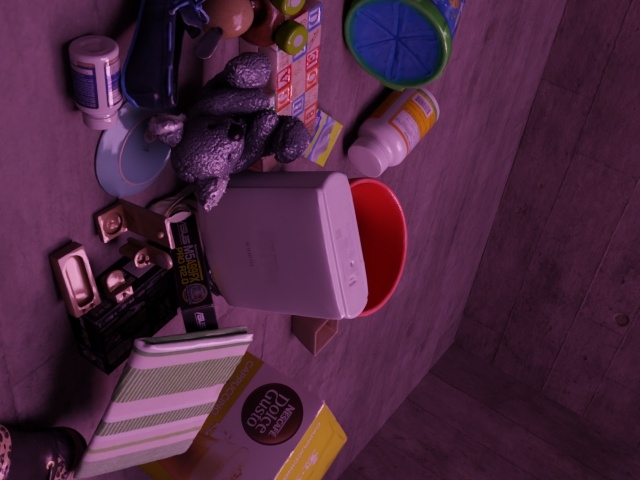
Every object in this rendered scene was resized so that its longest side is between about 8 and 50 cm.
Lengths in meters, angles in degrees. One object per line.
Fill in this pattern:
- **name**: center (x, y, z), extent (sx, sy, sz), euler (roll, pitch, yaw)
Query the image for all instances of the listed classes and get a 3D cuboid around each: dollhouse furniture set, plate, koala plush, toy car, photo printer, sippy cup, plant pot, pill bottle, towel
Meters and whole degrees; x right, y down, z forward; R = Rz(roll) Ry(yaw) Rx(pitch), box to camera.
- **dollhouse furniture set**: center (-0.325, 0.042, 1.278), extent (0.151, 0.123, 0.144), euler (-36, 132, -38)
- **plate**: center (-0.287, -0.152, 1.298), extent (0.188, 0.024, 0.188), euler (-45, 153, -31)
- **koala plush**: center (-0.167, -0.160, 1.289), extent (0.196, 0.203, 0.221), euler (58, 38, -20)
- **toy car**: center (-0.139, -0.342, 1.240), extent (0.188, 0.155, 0.149), euler (-38, 149, -25)
- **photo printer**: center (-0.080, 0.003, 1.393), extent (0.107, 0.307, 0.256), euler (-33, 120, -48)
- **sippy cup**: center (0.200, -0.485, 1.706), extent (0.305, 0.240, 0.224), euler (-27, -154, 53)
- **plant pot**: center (0.000, 0.000, 1.600), extent (0.275, 0.243, 0.275), euler (-11, 105, -47)
- **pill bottle**: center (0.178, -0.272, 1.987), extent (0.246, 0.136, 0.136), euler (-49, 154, -28)
- **towel**: center (-0.276, 0.283, 1.409), extent (0.247, 0.038, 0.325), euler (-2, 131, -46)
- **pill bottle**: center (-0.311, -0.218, 1.114), extent (0.067, 0.067, 0.120), euler (-40, 149, -41)
- **plant pot**: center (-0.020, 0.232, 2.210), extent (0.109, 0.096, 0.109), euler (-44, 151, -35)

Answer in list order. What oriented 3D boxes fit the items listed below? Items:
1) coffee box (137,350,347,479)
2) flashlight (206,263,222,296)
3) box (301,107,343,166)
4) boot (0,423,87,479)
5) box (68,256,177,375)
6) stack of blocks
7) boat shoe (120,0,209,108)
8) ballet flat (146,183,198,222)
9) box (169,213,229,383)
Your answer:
- **coffee box**: center (-0.181, 0.469, 1.839), extent (0.338, 0.334, 0.338), euler (-54, 156, -17)
- **flashlight**: center (-0.129, -0.007, 1.713), extent (0.103, 0.103, 0.304), euler (53, 56, -24)
- **box**: center (-0.018, -0.232, 1.747), extent (0.109, 0.042, 0.178), euler (-64, 158, 5)
- **boot**: center (-0.556, 0.462, 1.297), extent (0.377, 0.138, 0.284), euler (-60, 159, -13)
- **box**: center (-0.347, 0.121, 1.418), extent (0.180, 0.077, 0.147), euler (-44, 151, -35)
- **stack of blocks**: center (-0.087, -0.288, 1.476), extent (0.171, 0.087, 0.297), euler (-43, 151, -36)
- **boat shoe**: center (-0.206, -0.308, 1.142), extent (0.109, 0.089, 0.258), euler (12, 92, -83)
- **ballet flat**: center (-0.245, -0.063, 1.452), extent (0.168, 0.052, 0.057), euler (-37, 147, -45)
- **box**: center (-0.230, 0.120, 1.505), extent (0.060, 0.216, 0.270), euler (-11, 140, -8)
